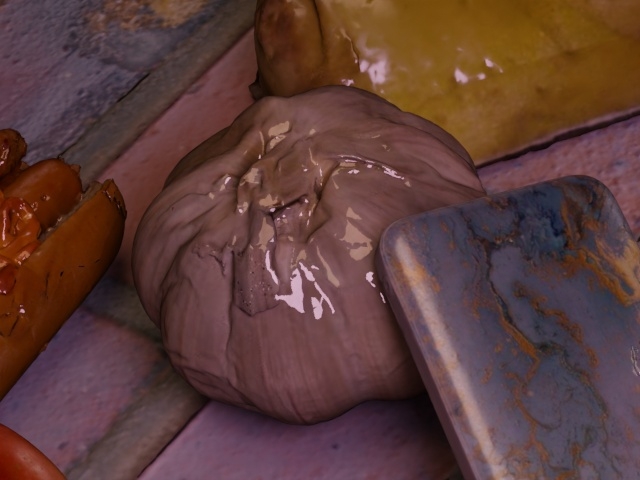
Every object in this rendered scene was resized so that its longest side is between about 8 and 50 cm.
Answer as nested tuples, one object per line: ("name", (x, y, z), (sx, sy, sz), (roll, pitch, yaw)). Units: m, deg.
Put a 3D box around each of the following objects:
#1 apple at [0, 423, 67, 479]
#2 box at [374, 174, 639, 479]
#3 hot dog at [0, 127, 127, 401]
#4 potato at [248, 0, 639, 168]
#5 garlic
("apple", (-0.197, 0.173, 1.032), (0.163, 0.163, 0.139), (12, 37, 23))
("box", (0.139, 0.101, 1.028), (0.142, 0.044, 0.285), (-15, 67, -18))
("hot dog", (-0.262, 0.056, 1.189), (0.158, 0.117, 0.349), (20, 54, 30))
("potato", (0.123, -0.255, 1.285), (0.397, 0.296, 0.290), (-13, 43, -2))
("garlic", (-0.002, 0.003, 1.157), (0.228, 0.152, 0.228), (-8, 40, 6))
